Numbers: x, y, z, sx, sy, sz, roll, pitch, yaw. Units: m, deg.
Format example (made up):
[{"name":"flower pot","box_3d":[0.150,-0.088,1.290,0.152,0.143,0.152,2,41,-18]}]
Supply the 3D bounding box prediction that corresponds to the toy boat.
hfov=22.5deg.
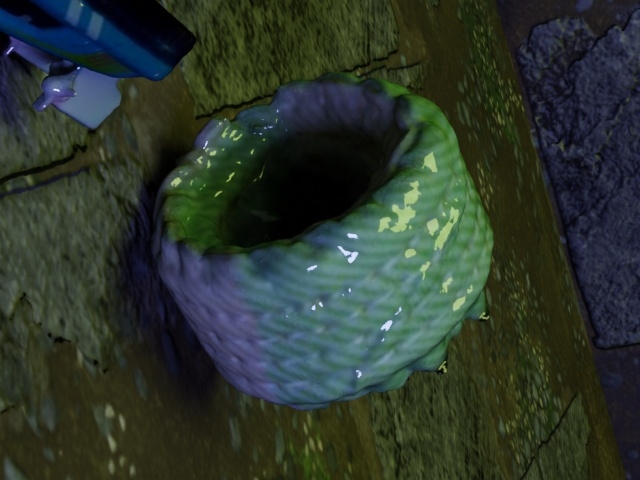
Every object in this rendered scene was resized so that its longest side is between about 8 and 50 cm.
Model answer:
[{"name":"toy boat","box_3d":[-0.194,-0.153,0.814,0.299,0.092,0.134,32,13,-51]}]

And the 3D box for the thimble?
[{"name":"thimble","box_3d":[0.000,0.000,1.059,0.219,0.219,0.150,-80,151,-48]}]
